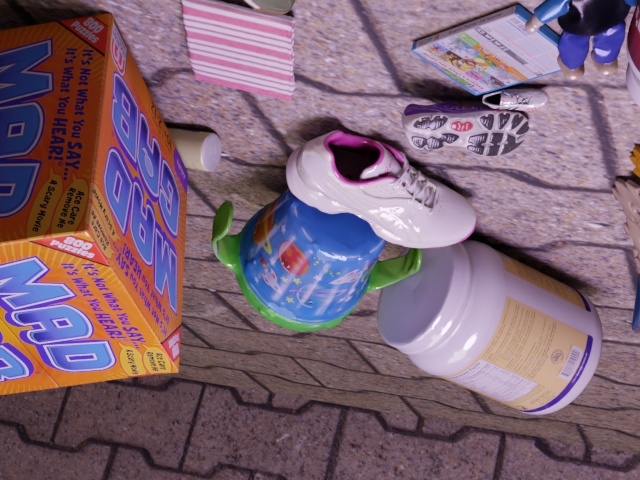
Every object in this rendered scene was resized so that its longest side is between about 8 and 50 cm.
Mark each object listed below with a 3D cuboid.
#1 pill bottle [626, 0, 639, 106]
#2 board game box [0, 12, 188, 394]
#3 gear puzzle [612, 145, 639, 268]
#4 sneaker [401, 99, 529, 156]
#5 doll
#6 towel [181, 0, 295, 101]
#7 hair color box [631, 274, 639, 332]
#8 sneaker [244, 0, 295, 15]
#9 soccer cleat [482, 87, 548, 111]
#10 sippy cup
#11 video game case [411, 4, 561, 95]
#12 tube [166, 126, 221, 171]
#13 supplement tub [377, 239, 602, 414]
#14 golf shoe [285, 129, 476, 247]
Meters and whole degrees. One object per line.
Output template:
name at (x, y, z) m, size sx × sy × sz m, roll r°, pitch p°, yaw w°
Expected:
pill bottle at (0.361, -0.208, 1.060) m, size 0.121 × 0.121 × 0.221 m, roll 11°, pitch 160°, yaw 10°
board game box at (-0.406, -0.034, 1.517) m, size 0.356 × 0.357 × 0.356 m, roll -8°, pitch 145°, yaw 8°
gear puzzle at (0.483, -0.016, 1.529) m, size 0.175 × 0.044 × 0.339 m, roll 46°, pitch 171°, yaw 47°
sneaker at (0.188, -0.157, 1.432) m, size 0.169 × 0.071 × 0.068 m, roll 5°, pitch 128°, yaw -13°
doll at (0.276, -0.234, 1.151) m, size 0.129 × 0.046 × 0.189 m, roll -8°, pitch 155°, yaw 7°
towel at (-0.101, -0.249, 1.425) m, size 0.144 × 0.029 × 0.197 m, roll 13°, pitch 158°, yaw 4°
hair color box at (0.642, 0.082, 1.684) m, size 0.173 × 0.105 × 0.347 m, roll 18°, pitch 160°, yaw -11°
sneaker at (-0.056, -0.304, 1.175) m, size 0.086 × 0.064 × 0.192 m, roll 8°, pitch 157°, yaw 32°
soccer cleat at (0.240, -0.174, 1.369) m, size 0.083 × 0.029 × 0.035 m, roll 5°, pitch -175°, yaw 38°
sippy cup at (0.000, 0.000, 1.774) m, size 0.305 × 0.240 × 0.224 m, roll -26°, pitch 167°, yaw -30°
video game case at (0.205, -0.220, 1.299) m, size 0.119 × 0.015 × 0.166 m, roll 27°, pitch 157°, yaw -34°
tube at (-0.273, -0.153, 1.765) m, size 0.240 × 0.062 × 0.070 m, roll 11°, pitch 118°, yaw 24°
supplement tub at (0.288, 0.141, 1.896) m, size 0.331 × 0.241 × 0.241 m, roll 25°, pitch 158°, yaw -26°
golf shoe at (0.105, -0.074, 1.634) m, size 0.306 × 0.115 × 0.140 m, roll 17°, pitch 155°, yaw -15°
